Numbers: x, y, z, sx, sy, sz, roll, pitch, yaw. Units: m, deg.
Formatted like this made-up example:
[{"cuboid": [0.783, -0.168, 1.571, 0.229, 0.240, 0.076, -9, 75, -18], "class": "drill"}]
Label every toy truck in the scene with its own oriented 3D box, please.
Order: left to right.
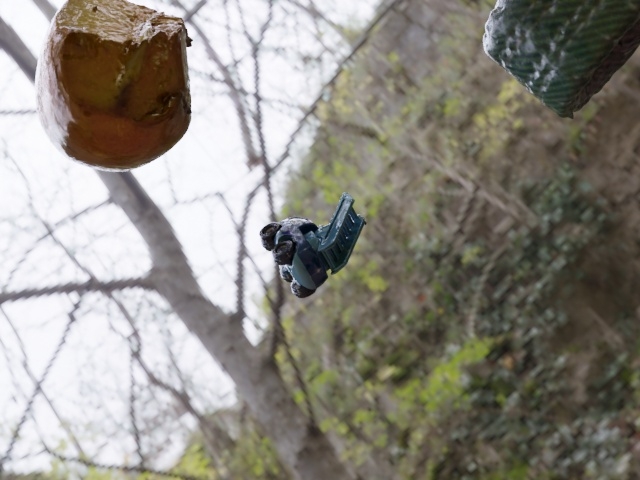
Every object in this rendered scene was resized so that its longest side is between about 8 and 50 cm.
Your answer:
[{"cuboid": [0.000, 0.000, 1.189, 0.090, 0.073, 0.056, -32, -58, -6], "class": "toy truck"}]

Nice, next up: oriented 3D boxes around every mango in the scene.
[{"cuboid": [-0.237, -0.187, 1.577, 0.199, 0.350, 0.201, -34, -78, -5], "class": "mango"}]

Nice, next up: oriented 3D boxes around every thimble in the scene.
[{"cuboid": [0.183, -0.160, 0.967, 0.118, 0.090, 0.135, -34, -16, -50], "class": "thimble"}]
